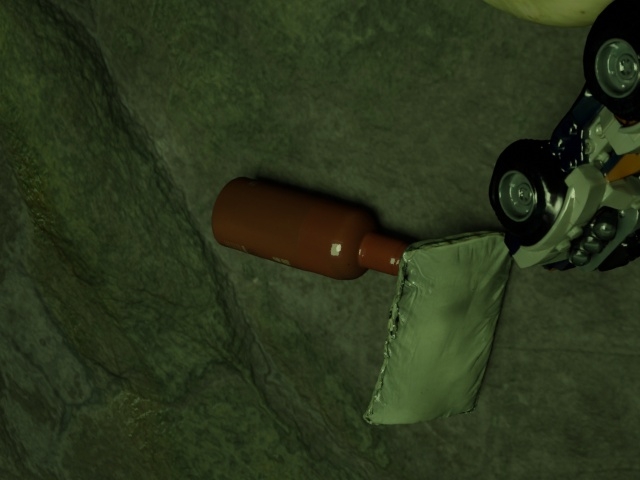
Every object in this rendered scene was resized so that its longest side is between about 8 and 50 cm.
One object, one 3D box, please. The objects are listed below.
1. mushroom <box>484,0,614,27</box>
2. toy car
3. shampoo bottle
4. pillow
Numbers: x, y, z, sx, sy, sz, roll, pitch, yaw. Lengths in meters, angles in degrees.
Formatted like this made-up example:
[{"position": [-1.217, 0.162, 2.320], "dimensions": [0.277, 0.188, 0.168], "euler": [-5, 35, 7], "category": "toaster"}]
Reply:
[{"position": [0.182, -0.280, 0.844], "dimensions": [0.246, 0.202, 0.246], "euler": [-3, 87, 49], "category": "mushroom"}, {"position": [0.261, -0.075, 0.889], "dimensions": [0.118, 0.193, 0.301], "euler": [60, 143, 27], "category": "toy car"}, {"position": [0.001, -0.002, 1.193], "dimensions": [0.244, 0.085, 0.085], "euler": [19, 119, 30], "category": "shampoo bottle"}, {"position": [0.119, 0.093, 1.131], "dimensions": [0.051, 0.128, 0.229], "euler": [-122, 35, -52], "category": "pillow"}]
